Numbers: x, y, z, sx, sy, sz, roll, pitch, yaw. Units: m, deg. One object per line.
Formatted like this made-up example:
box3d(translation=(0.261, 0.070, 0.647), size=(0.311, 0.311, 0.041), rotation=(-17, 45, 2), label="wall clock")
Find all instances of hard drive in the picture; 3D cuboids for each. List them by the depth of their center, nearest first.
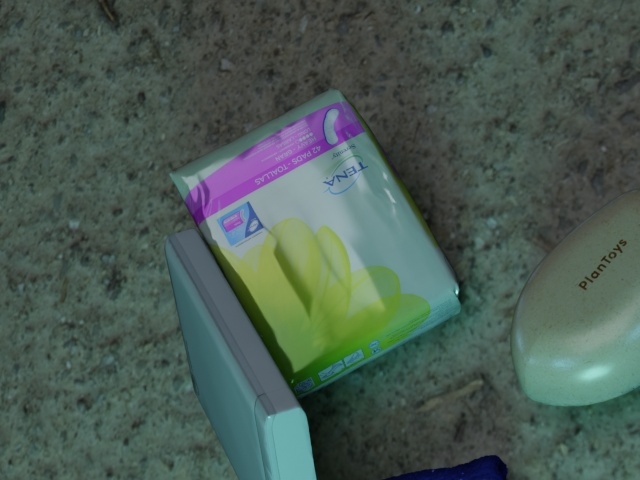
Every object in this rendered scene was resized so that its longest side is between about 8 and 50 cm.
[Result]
box3d(translation=(-0.081, 0.171, 1.835), size=(0.047, 0.233, 0.353), rotation=(-17, 34, -12), label="hard drive")

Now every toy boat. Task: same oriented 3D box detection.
box3d(translation=(0.345, 0.106, 1.762), size=(0.267, 0.148, 0.318), rotation=(-43, 46, -3), label="toy boat")

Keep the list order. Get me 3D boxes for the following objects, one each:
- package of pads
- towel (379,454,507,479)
box3d(translation=(0.000, 0.000, 1.945), size=(0.229, 0.101, 0.296), rotation=(-28, 73, -4), label="package of pads")
box3d(translation=(0.070, 0.363, 1.814), size=(0.308, 0.076, 0.227), rotation=(-17, 62, 22), label="towel")
